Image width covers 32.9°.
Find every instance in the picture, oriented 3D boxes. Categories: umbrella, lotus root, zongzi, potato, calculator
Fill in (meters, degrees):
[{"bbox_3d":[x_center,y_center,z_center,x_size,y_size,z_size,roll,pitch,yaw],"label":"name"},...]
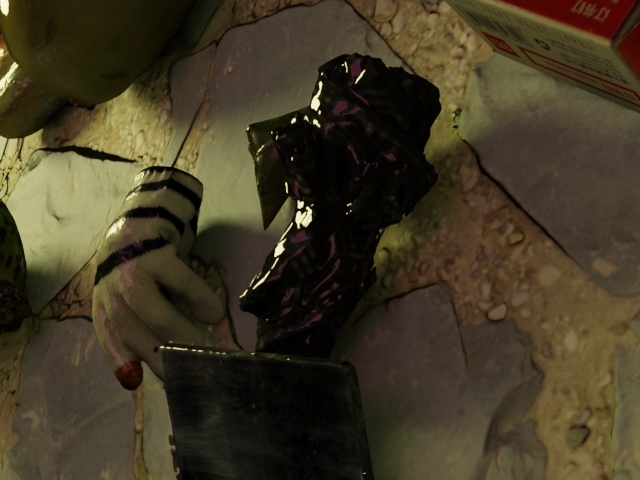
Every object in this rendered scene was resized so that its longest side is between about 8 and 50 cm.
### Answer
[{"bbox_3d":[-0.010,-0.007,0.970,0.154,0.128,0.337,35,101,27],"label":"umbrella"},{"bbox_3d":[-0.394,-0.225,1.518,0.192,0.088,0.113,-44,38,21],"label":"lotus root"},{"bbox_3d":[-0.022,-0.075,1.089,0.104,0.052,0.113,-16,72,34],"label":"zongzi"},{"bbox_3d":[-0.270,-0.334,1.336,0.243,0.221,0.326,45,109,3],"label":"potato"},{"bbox_3d":[-0.051,0.171,0.946,0.261,0.021,0.161,1,103,45],"label":"calculator"}]

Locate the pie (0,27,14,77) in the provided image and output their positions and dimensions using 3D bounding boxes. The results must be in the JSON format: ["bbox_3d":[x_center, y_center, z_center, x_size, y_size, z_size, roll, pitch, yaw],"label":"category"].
[{"bbox_3d":[-0.496,-0.298,1.663,0.179,0.084,0.205,-18,54,39],"label":"pie"}]

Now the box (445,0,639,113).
[{"bbox_3d":[0.193,-0.168,0.854,0.050,0.123,0.229,-55,41,2],"label":"box"}]

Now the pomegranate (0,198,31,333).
[{"bbox_3d":[-0.478,0.040,1.362,0.270,0.254,0.254,19,84,27],"label":"pomegranate"}]

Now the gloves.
[{"bbox_3d":[-0.181,0.042,1.130,0.140,0.131,0.219,-10,54,46],"label":"gloves"}]
